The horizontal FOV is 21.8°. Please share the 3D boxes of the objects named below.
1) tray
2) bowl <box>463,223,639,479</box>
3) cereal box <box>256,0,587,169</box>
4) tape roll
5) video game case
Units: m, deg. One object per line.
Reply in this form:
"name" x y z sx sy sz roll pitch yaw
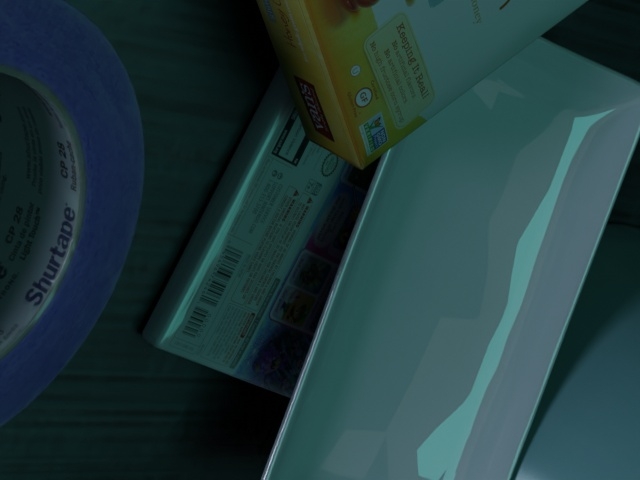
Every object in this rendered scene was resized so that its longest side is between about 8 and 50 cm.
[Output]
"tray" 0.063 0.026 0.832 0.145 0.030 0.270 19 92 -31
"bowl" 0.182 0.160 0.959 0.312 0.163 0.311 -19 121 -34
"cereal box" 0.072 -0.166 0.726 0.240 0.047 0.173 -38 131 -19
"tape roll" -0.160 -0.015 0.609 0.189 0.080 0.189 -29 131 -39
"video game case" 0.000 0.000 0.821 0.143 0.019 0.157 26 92 -45
